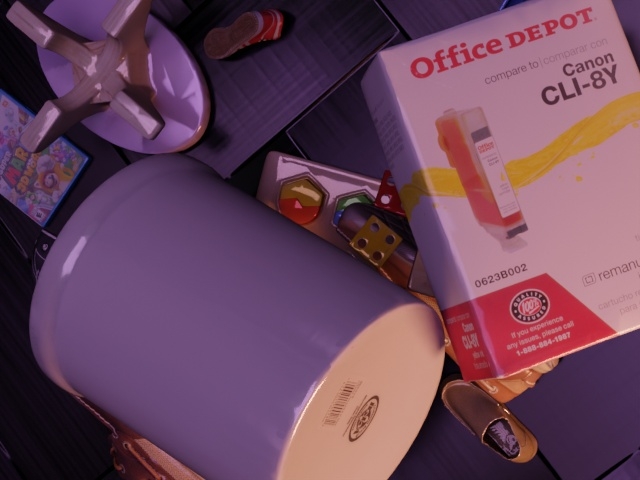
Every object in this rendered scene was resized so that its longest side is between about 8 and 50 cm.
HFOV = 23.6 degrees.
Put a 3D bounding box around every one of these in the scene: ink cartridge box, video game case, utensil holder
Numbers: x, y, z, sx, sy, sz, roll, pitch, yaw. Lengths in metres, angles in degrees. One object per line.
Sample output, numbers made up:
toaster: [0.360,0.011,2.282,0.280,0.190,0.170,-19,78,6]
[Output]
ink cartridge box: [0.239,-0.066,1.727,0.279,0.160,0.384,-19,86,-8]
video game case: [-0.410,-0.114,2.113,0.166,0.015,0.119,37,101,12]
utensil holder: [-0.092,0.122,1.811,0.385,0.327,0.327,30,100,29]

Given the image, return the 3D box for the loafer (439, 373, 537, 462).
loafer: [0.210,0.223,1.927,0.148,0.050,0.056,38,101,12]

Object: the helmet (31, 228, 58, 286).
helmet: [-0.292,0.042,2.009,0.161,0.169,0.169,-29,84,-1]

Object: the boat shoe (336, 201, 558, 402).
boat shoe: [0.140,0.081,1.901,0.324,0.123,0.116,40,109,7]

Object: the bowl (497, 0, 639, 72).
bowl: [0.384,-0.180,1.850,0.391,0.077,0.391,1,92,16]

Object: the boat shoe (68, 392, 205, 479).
boat shoe: [-0.228,0.276,2.023,0.342,0.123,0.123,36,100,6]

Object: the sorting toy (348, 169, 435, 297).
sorting toy: [0.170,0.013,1.815,0.274,0.046,0.132,16,80,-5]

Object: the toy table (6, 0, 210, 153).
toy table: [-0.284,-0.220,1.999,0.274,0.161,0.252,29,99,12]

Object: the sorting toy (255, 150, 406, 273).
sorting toy: [0.000,0.000,1.986,0.208,0.038,0.193,16,96,15]

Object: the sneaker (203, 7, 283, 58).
sneaker: [-0.097,-0.270,2.009,0.118,0.067,0.042,-20,88,46]
